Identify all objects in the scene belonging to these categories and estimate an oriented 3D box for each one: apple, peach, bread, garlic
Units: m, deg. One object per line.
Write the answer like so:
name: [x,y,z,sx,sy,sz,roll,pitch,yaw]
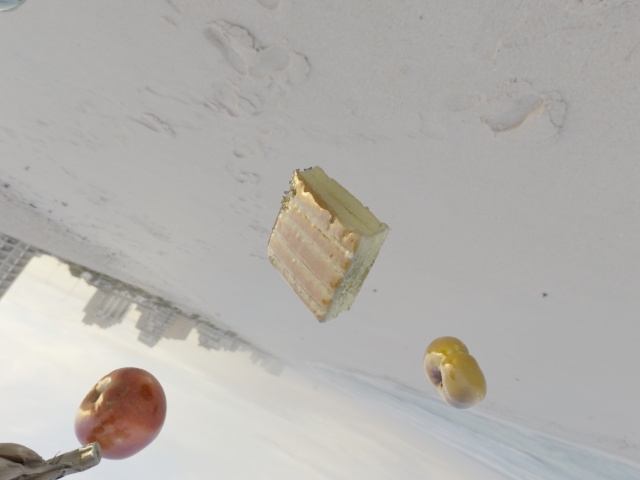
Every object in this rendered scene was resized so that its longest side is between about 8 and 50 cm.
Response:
apple: [-0.376,0.330,0.816,0.139,0.163,0.164,51,156,-23]
peach: [0.318,0.313,1.021,0.179,0.103,0.179,158,90,-79]
bread: [0.000,0.000,0.901,0.111,0.239,0.246,-12,-134,-42]
garlic: [-0.363,0.304,0.503,0.194,0.131,0.127,-11,176,-20]

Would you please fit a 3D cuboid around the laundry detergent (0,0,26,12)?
laundry detergent: [-0.435,-0.361,0.525,0.281,0.214,0.105,9,-176,39]
